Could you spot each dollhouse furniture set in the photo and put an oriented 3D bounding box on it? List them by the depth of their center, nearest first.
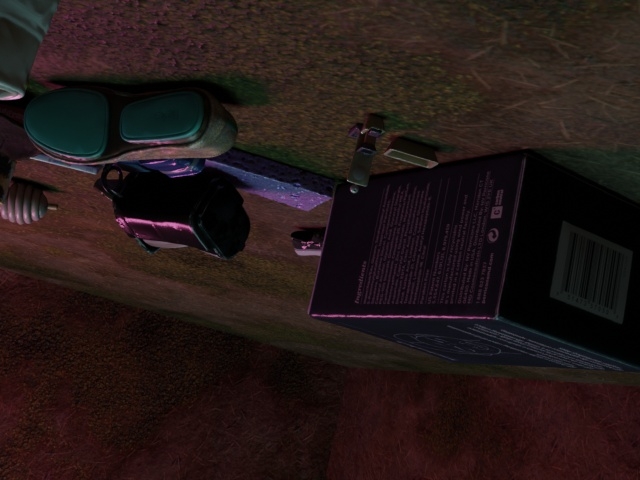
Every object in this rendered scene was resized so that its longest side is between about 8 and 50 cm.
[{"bbox_3d":[0.090,-0.090,1.271,0.114,0.081,0.091,15,168,-12],"label":"dollhouse furniture set"}]

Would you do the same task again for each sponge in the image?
[{"bbox_3d":[-0.093,-0.095,1.561,0.210,0.031,0.117,16,168,-17],"label":"sponge"}]

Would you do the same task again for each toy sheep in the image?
[{"bbox_3d":[-0.582,-0.073,2.057,0.132,0.091,0.091,0,169,-6],"label":"toy sheep"}]

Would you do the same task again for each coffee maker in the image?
[{"bbox_3d":[-0.218,-0.045,1.569,0.178,0.120,0.171,4,165,40],"label":"coffee maker"}]

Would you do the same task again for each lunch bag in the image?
[{"bbox_3d":[-0.194,-0.126,1.434,0.098,0.067,0.065,-1,162,45],"label":"lunch bag"}]

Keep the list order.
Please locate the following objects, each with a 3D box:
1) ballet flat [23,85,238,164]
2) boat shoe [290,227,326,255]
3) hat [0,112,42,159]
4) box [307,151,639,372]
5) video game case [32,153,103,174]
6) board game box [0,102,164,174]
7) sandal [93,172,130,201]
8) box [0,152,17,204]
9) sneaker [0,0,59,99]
[{"bbox_3d":[-0.241,-0.140,1.349,0.316,0.107,0.106,7,174,31],"label":"ballet flat"},{"bbox_3d":[0.000,0.000,1.876,0.142,0.049,0.040,-6,120,44],"label":"boat shoe"},{"bbox_3d":[-0.567,-0.145,1.495,0.331,0.134,0.331,22,167,6],"label":"hat"},{"bbox_3d":[0.225,0.044,1.440,0.294,0.212,0.395,20,165,-33],"label":"box"},{"bbox_3d":[-0.412,-0.133,1.684,0.122,0.011,0.087,14,-167,-5],"label":"video game case"},{"bbox_3d":[-0.369,-0.151,1.599,0.281,0.027,0.145,14,170,-5],"label":"board game box"},{"bbox_3d":[-0.291,-0.089,1.709,0.090,0.060,0.219,30,-171,21],"label":"sandal"},{"bbox_3d":[-0.611,-0.137,1.778,0.058,0.087,0.232,11,169,20],"label":"box"},{"bbox_3d":[-0.399,-0.222,0.966,0.293,0.169,0.108,15,170,-5],"label":"sneaker"}]
